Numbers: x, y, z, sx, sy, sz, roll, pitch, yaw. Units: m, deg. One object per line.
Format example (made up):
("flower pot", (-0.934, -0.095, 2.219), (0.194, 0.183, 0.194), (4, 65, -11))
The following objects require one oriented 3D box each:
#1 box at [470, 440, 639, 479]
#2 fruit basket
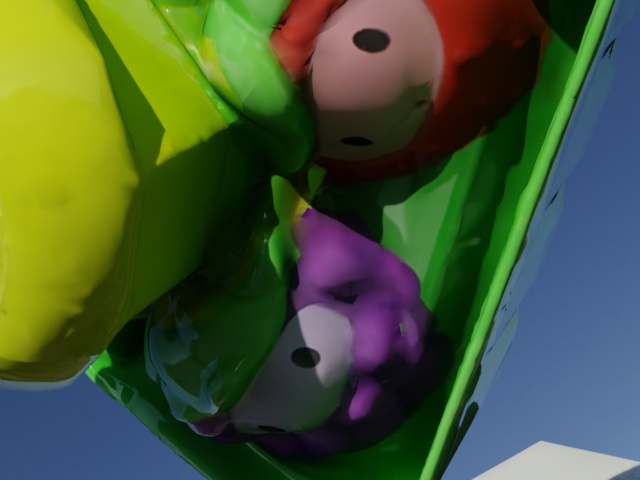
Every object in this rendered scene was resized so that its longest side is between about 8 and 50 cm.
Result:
("box", (0.300, 0.358, 1.035), (0.168, 0.215, 0.345), (-22, 4, -21))
("fruit basket", (-0.054, -0.024, 0.435), (0.392, 0.283, 0.392), (-40, -32, -32))
